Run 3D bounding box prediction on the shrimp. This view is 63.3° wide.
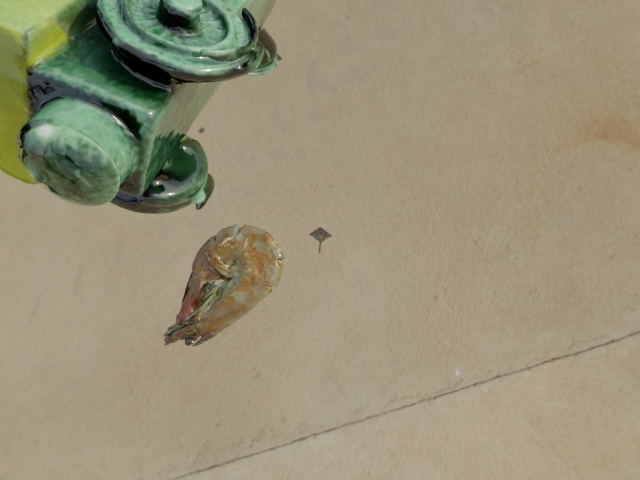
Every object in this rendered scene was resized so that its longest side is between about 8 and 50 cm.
[{"bbox_3d":[-0.194,0.092,0.959,0.154,0.062,0.294,45,94,4],"label":"shrimp"}]

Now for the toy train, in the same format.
[{"bbox_3d":[-0.153,-0.193,0.412,0.254,0.160,0.396,24,46,-8],"label":"toy train"}]

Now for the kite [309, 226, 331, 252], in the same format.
[{"bbox_3d":[-0.006,-0.002,1.083,0.044,0.078,0.002,20,48,-13],"label":"kite"}]
